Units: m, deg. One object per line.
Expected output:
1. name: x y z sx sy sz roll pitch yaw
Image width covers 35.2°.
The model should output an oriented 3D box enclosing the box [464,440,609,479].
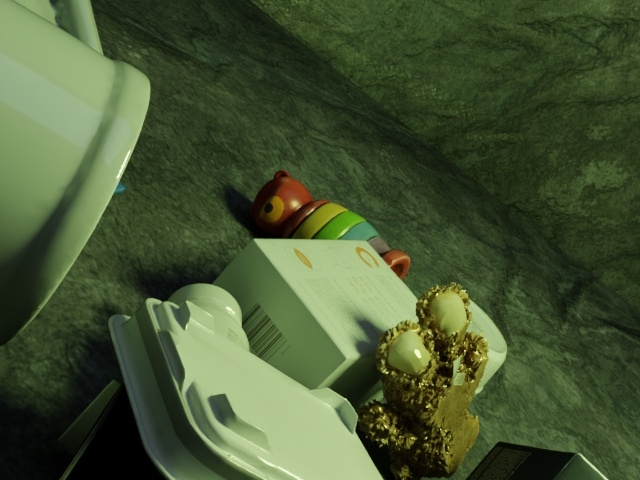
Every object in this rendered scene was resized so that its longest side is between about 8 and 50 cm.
1. box: 0.334 0.427 1.317 0.296 0.182 0.294 43 -12 -1

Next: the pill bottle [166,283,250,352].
1. pill bottle: -0.150 0.152 1.201 0.131 0.131 0.229 36 22 -19

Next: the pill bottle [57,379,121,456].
1. pill bottle: -0.169 0.234 1.030 0.187 0.112 0.112 43 20 -4

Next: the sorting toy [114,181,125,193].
1. sorting toy: -0.426 -0.176 1.461 0.348 0.047 0.196 41 16 -6

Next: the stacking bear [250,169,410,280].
1. stacking bear: 0.000 0.000 1.765 0.289 0.175 0.164 41 21 16

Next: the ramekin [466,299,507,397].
1. ramekin: 0.261 0.189 1.931 0.207 0.109 0.207 38 21 -17

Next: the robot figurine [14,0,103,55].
1. robot figurine: -0.429 -0.239 1.269 0.200 0.300 0.353 128 -54 -71

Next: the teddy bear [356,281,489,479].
1. teddy bear: 0.143 0.202 1.427 0.113 0.245 0.338 21 -21 30

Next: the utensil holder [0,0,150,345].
1. utensil holder: -0.415 -0.122 0.976 0.386 0.327 0.327 31 23 -26

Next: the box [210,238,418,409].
1. box: 0.002 0.128 1.480 0.215 0.168 0.345 51 22 20

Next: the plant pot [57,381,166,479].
1. plant pot: -0.168 0.269 0.882 0.188 0.167 0.187 40 21 -8

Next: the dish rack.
1. dish rack: -0.041 0.185 0.973 0.333 0.072 0.285 36 10 -32

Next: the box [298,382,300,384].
1. box: -0.007 0.282 1.186 0.183 0.056 0.231 52 11 -2
